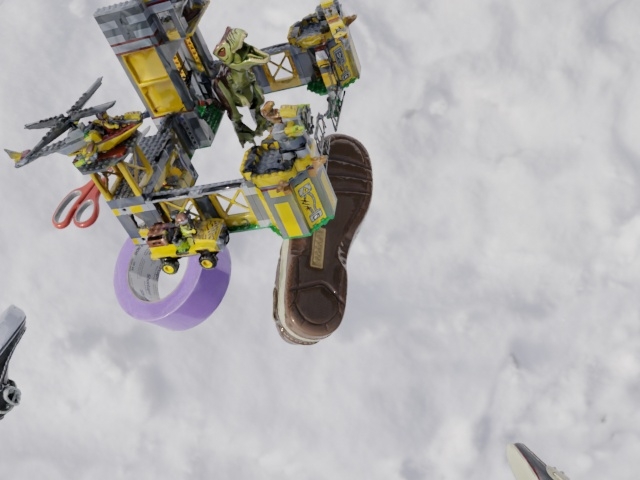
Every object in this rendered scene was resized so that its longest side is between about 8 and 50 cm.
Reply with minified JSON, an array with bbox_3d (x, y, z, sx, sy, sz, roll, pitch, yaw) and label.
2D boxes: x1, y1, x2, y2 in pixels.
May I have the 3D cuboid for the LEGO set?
[{"bbox_3d":[-0.097,-0.154,0.608,0.331,0.255,0.192,-70,148,-41],"label":"LEGO set"}]

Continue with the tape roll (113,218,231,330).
[{"bbox_3d":[-0.249,0.052,1.143,0.188,0.189,0.080,-61,146,-3],"label":"tape roll"}]

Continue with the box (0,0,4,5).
[{"bbox_3d":[-0.348,-0.265,0.379,0.345,0.215,0.168,38,72,-20],"label":"box"}]

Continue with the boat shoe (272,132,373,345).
[{"bbox_3d":[-0.008,-0.003,0.777,0.095,0.095,0.257,21,61,-9],"label":"boat shoe"}]

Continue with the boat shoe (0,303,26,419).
[{"bbox_3d":[-0.540,0.250,1.096,0.105,0.113,0.306,31,88,-21],"label":"boat shoe"}]

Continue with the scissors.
[{"bbox_3d":[-0.475,-0.144,1.473,0.297,0.109,0.021,-68,152,-26],"label":"scissors"}]

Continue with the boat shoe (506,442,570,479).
[{"bbox_3d":[0.255,0.273,0.738,0.043,0.137,0.049,-22,134,-16],"label":"boat shoe"}]
